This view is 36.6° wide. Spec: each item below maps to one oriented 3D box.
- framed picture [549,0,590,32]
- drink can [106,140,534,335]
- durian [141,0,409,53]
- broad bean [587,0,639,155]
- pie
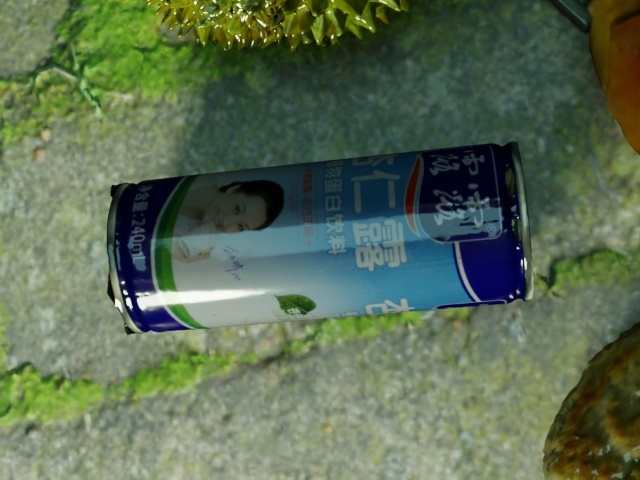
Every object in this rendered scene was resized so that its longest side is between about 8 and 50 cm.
[{"bbox_3d":[0.189,-0.277,0.608,0.184,0.016,0.250,45,91,10],"label":"framed picture"},{"bbox_3d":[0.000,0.000,0.567,0.235,0.097,0.097,-5,83,7],"label":"drink can"},{"bbox_3d":[-0.018,-0.209,0.549,0.237,0.176,0.200,-16,80,5],"label":"durian"},{"bbox_3d":[0.252,-0.084,0.527,0.228,0.122,0.156,41,116,16],"label":"broad bean"},{"bbox_3d":[0.221,0.117,0.532,0.193,0.079,0.163,-17,72,7],"label":"pie"}]
